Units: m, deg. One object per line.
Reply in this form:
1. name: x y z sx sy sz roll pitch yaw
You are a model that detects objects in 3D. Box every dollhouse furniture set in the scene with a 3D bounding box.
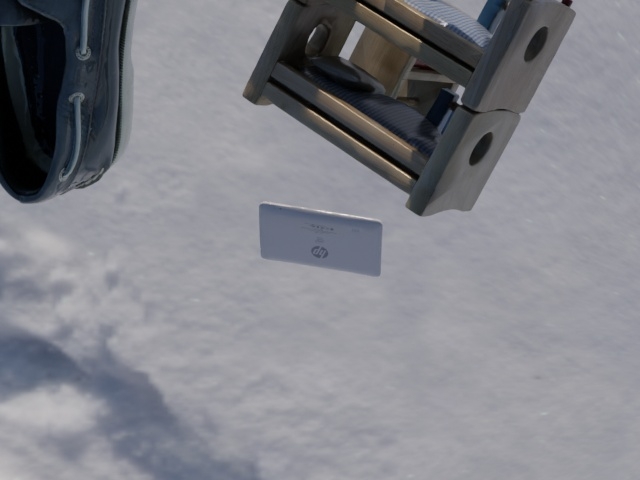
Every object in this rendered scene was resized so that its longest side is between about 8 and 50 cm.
1. dollhouse furniture set: 0.077 -0.106 0.888 0.129 0.184 0.129 36 110 23

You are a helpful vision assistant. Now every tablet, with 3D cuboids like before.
1. tablet: 0.000 0.000 1.040 0.083 0.054 0.006 9 46 9

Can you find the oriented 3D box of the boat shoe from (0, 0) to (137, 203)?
1. boat shoe: -0.192 -0.170 1.069 0.116 0.099 0.319 15 125 21
